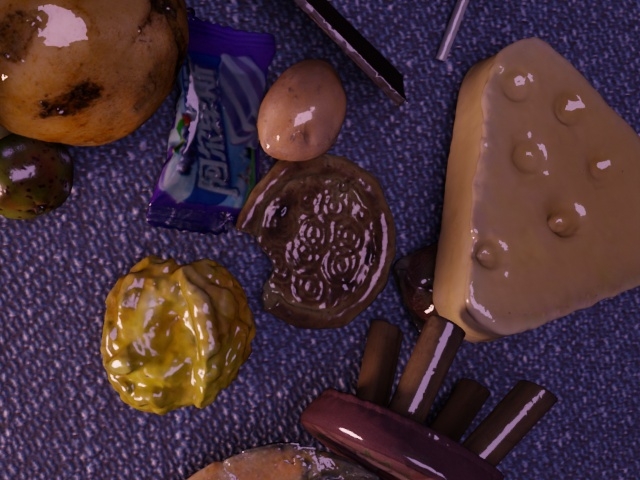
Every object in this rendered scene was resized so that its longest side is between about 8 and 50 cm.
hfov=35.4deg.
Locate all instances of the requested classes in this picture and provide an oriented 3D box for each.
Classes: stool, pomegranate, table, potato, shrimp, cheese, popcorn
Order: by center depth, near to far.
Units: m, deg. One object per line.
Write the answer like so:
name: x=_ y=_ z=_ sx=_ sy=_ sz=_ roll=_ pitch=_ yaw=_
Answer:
pomegranate: x=-0.274 y=-0.232 z=1.106 sx=0.261 sy=0.260 sz=0.260 roll=-1 pitch=93 yaw=-11
table: x=0.080 y=-0.351 z=1.166 sx=0.282 sy=0.196 sz=0.250 roll=44 pitch=104 yaw=-11
pomegranate: x=-0.354 y=-0.093 z=1.178 sx=0.115 sy=0.114 sz=0.142 roll=-29 pitch=73 yaw=-9
popcorn: x=-0.168 y=0.110 z=1.203 sx=0.198 sy=0.155 sz=0.197 roll=1 pitch=97 yaw=9
stool: x=0.130 y=0.216 z=1.221 sx=0.272 sy=0.272 sz=0.178 roll=34 pitch=73 yaw=-11
potato: x=-0.019 y=-0.160 z=1.223 sx=0.112 sy=0.112 sz=0.147 roll=29 pitch=51 yaw=-12
shrimp: x=0.028 y=0.377 z=1.248 sx=0.445 sy=0.085 sz=0.272 roll=17 pitch=115 yaw=-8
cheese: x=0.283 y=-0.079 z=1.274 sx=0.384 sy=0.104 sz=0.383 roll=4 pitch=79 yaw=-22

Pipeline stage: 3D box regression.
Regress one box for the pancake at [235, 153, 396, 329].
pancake: x=0.000 y=0.000 z=1.279 sx=0.212 sy=0.029 sz=0.235 roll=-29 pitch=105 yaw=-16

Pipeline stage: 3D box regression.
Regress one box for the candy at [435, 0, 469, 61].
candy: x=0.223 y=-0.403 z=1.284 sx=0.124 sy=0.124 sz=0.365 roll=18 pitch=101 yaw=-12

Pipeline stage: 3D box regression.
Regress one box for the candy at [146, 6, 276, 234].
candy: x=-0.133 y=-0.145 z=1.236 sx=0.145 sy=0.070 sz=0.275 roll=5 pitch=90 yaw=-21

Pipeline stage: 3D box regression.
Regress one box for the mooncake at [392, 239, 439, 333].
mooncake: x=0.167 y=0.062 z=1.303 sx=0.125 sy=0.073 sz=0.130 roll=-30 pitch=95 yaw=-8
